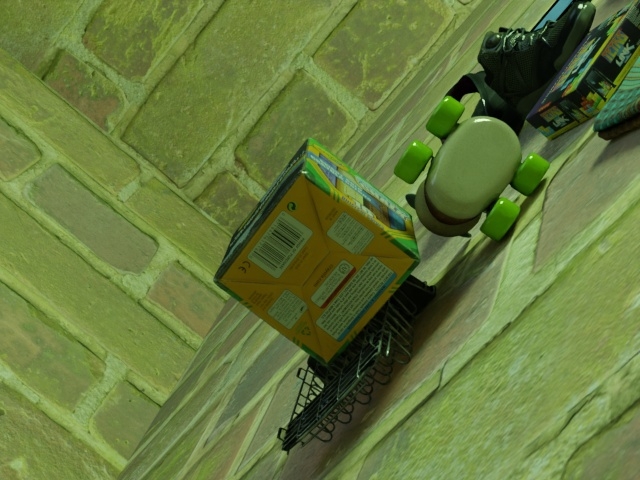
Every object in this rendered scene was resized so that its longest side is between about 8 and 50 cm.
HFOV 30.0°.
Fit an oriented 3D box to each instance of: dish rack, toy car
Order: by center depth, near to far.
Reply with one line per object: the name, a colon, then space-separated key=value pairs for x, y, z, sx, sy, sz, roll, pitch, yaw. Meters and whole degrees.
dish rack: x=0.044 y=0.155 z=1.475 sx=0.208 sy=0.074 sz=0.271 roll=-49 pitch=8 yaw=23
toy car: x=0.174 y=-0.063 z=1.517 sx=0.149 sy=0.155 sz=0.188 roll=-53 pitch=-6 yaw=-23

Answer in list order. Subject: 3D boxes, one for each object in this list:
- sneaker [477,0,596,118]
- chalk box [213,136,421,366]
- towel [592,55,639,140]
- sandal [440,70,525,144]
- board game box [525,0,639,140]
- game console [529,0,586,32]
sneaker: x=0.303 y=-0.278 z=1.719 sx=0.087 sy=0.130 sz=0.227 roll=-55 pitch=-2 yaw=-30
chalk box: x=0.000 y=0.000 z=1.513 sx=0.180 sy=0.179 sz=0.289 roll=-51 pitch=7 yaw=13
towel: x=0.447 y=-0.278 z=1.267 sx=0.370 sy=0.040 sz=0.271 roll=-53 pitch=6 yaw=-17
sandal: x=0.243 y=-0.190 z=1.872 sx=0.167 sy=0.107 sz=0.445 roll=-47 pitch=7 yaw=32
board game box: x=0.355 y=-0.222 z=1.546 sx=0.170 sy=0.048 sz=0.141 roll=-53 pitch=8 yaw=-19
game console: x=0.462 y=-0.444 z=2.094 sx=0.361 sy=0.044 sz=0.213 roll=-50 pitch=6 yaw=7
